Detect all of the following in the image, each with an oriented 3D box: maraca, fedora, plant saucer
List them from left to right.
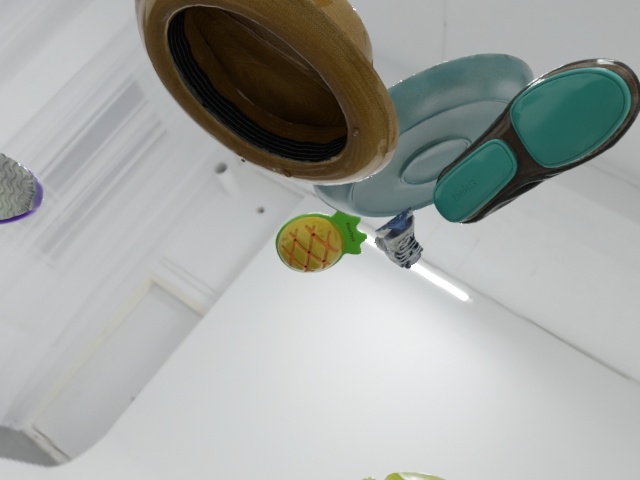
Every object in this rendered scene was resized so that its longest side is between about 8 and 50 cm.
[{"bbox_3d":[-0.026,-0.121,0.456,0.194,0.079,0.194,22,-29,13],"label":"fedora"},{"bbox_3d":[0.000,0.000,1.366,0.099,0.186,0.127,-81,151,-65],"label":"maraca"},{"bbox_3d":[0.143,-0.116,0.894,0.317,0.318,0.043,76,-10,-67],"label":"plant saucer"}]

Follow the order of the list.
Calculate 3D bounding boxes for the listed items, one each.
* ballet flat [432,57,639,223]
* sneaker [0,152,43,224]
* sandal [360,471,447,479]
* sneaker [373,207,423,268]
[{"bbox_3d":[0.223,-0.105,0.708,0.280,0.096,0.095,-35,-100,55],"label":"ballet flat"},{"bbox_3d":[-0.501,-0.068,0.986,0.294,0.102,0.146,2,-8,18],"label":"sneaker"},{"bbox_3d":[-0.026,0.235,0.438,0.318,0.138,0.126,9,5,-24],"label":"sandal"},{"bbox_3d":[0.101,0.002,0.820,0.058,0.052,0.135,54,-2,10],"label":"sneaker"}]
